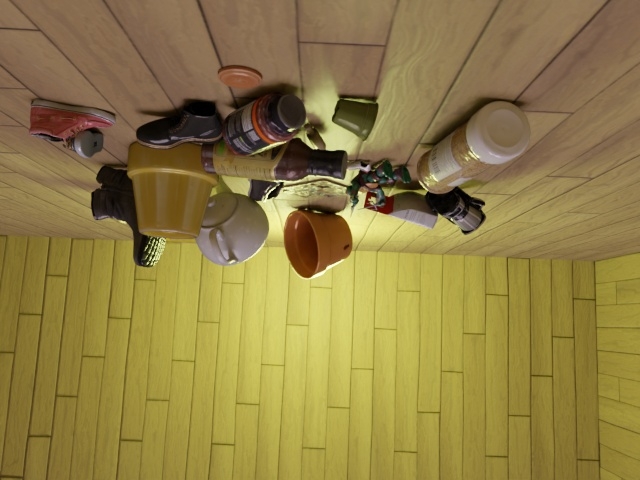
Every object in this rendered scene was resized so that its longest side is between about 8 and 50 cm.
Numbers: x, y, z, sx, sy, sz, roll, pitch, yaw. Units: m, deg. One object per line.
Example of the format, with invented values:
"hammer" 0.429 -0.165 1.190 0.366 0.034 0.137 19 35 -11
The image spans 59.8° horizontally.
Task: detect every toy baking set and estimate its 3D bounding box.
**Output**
"toy baking set" -0.080 -0.248 1.396 0.196 0.030 0.256 6 167 22

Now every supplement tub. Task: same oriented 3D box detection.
"supplement tub" -0.114 -0.243 1.156 0.106 0.106 0.198 9 170 -38

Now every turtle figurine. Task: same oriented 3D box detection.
"turtle figurine" 0.144 -0.156 1.652 0.175 0.118 0.234 -15 170 -45

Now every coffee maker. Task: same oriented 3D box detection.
"coffee maker" 0.416 -0.116 1.773 0.178 0.120 0.171 28 -175 -43

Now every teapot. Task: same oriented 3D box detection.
"teapot" -0.291 -0.056 1.703 0.256 0.252 0.187 22 154 39

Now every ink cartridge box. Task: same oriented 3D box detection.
"ink cartridge box" 0.267 -0.124 1.838 0.232 0.066 0.189 21 -156 -1

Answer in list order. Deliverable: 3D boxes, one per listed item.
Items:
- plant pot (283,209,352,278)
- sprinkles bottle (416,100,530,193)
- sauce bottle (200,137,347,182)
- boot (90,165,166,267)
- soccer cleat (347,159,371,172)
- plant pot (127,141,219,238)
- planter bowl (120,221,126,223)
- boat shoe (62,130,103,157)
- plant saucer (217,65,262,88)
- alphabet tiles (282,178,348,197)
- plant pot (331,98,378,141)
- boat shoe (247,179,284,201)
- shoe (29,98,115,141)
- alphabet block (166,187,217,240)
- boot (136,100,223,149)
"plant pot" 0.000 0.000 2.352 0.203 0.291 0.291 -12 -179 -30
"sprinkles bottle" 0.332 -0.200 1.269 0.121 0.121 0.355 4 172 -10
"sauce bottle" -0.108 -0.196 1.325 0.344 0.111 0.111 6 173 11
"boot" -0.594 -0.072 1.708 0.222 0.338 0.118 -2 155 7
"soccer cleat" 0.102 -0.215 1.579 0.083 0.029 0.036 12 146 8
"plant pot" -0.418 -0.132 1.568 0.254 0.239 0.254 3 173 0
"planter bowl" -0.706 -0.122 2.186 0.162 0.109 0.162 2 172 0
"boat shoe" -0.597 -0.239 1.362 0.083 0.065 0.183 5 -171 -8
"plant saucer" -0.152 -0.305 1.050 0.083 0.013 0.083 2 173 0
"alphabet tiles" -0.009 -0.176 1.949 0.237 0.009 0.198 -4 170 42
"plant pot" 0.067 -0.255 1.145 0.079 0.083 0.083 16 170 -10
"boat shoe" -0.149 -0.162 1.626 0.095 0.112 0.335 32 172 2
"shoe" -0.560 -0.259 1.259 0.178 0.081 0.063 6 171 -26
"alphabet block" -0.475 -0.105 1.923 0.193 0.197 0.192 1 172 11
"boot" -0.317 -0.265 1.229 0.197 0.077 0.137 -10 169 -7
